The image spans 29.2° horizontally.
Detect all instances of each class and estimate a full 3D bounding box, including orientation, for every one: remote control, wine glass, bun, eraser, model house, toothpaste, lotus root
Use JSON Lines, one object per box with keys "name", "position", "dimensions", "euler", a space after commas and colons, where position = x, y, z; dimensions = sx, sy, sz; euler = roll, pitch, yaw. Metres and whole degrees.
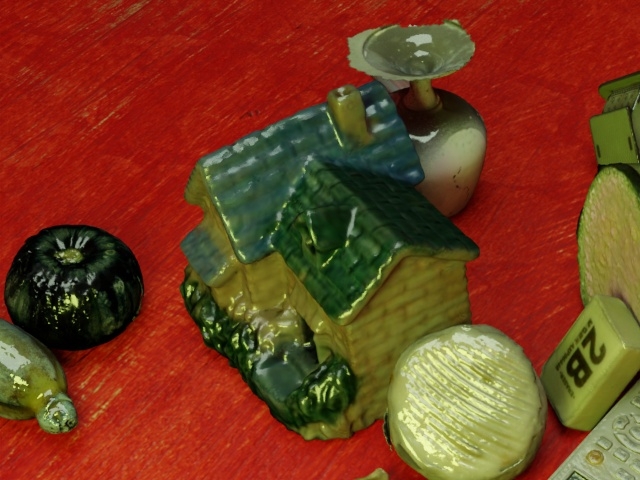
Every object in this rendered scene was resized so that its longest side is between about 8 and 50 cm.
{"name": "remote control", "position": [0.435, 0.296, 1.723], "dimensions": [0.109, 0.055, 0.313], "euler": [34, 61, 30]}
{"name": "wine glass", "position": [0.171, -0.201, 2.122], "dimensions": [0.238, 0.323, 0.238], "euler": [-5, 38, 4]}
{"name": "bun", "position": [0.203, 0.241, 1.739], "dimensions": [0.239, 0.141, 0.239], "euler": [-3, 75, 10]}
{"name": "eraser", "position": [0.391, 0.177, 1.769], "dimensions": [0.058, 0.172, 0.117], "euler": [11, 35, -26]}
{"name": "model house", "position": [0.000, 0.000, 1.875], "dimensions": [0.395, 0.400, 0.445], "euler": [-21, 43, -18]}
{"name": "toothpaste", "position": [0.169, -0.297, 2.447], "dimensions": [0.067, 0.043, 0.194], "euler": [-27, 50, -22]}
{"name": "model house", "position": [0.570, -0.133, 2.138], "dimensions": [0.205, 0.218, 0.278], "euler": [25, 78, -18]}
{"name": "lotus root", "position": [-0.493, 0.197, 1.921], "dimensions": [0.322, 0.158, 0.140], "euler": [21, 55, 21]}

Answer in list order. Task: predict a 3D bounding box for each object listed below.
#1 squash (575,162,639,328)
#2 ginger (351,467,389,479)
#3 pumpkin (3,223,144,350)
{"name": "squash", "position": [0.580, 0.030, 1.840], "dimensions": [0.309, 0.310, 0.310], "euler": [-3, 41, -9]}
{"name": "ginger", "position": [0.137, 0.387, 1.657], "dimensions": [0.294, 0.086, 0.131], "euler": [11, 68, 34]}
{"name": "pumpkin", "position": [-0.408, 0.078, 2.031], "dimensions": [0.233, 0.163, 0.233], "euler": [1, 39, -1]}
